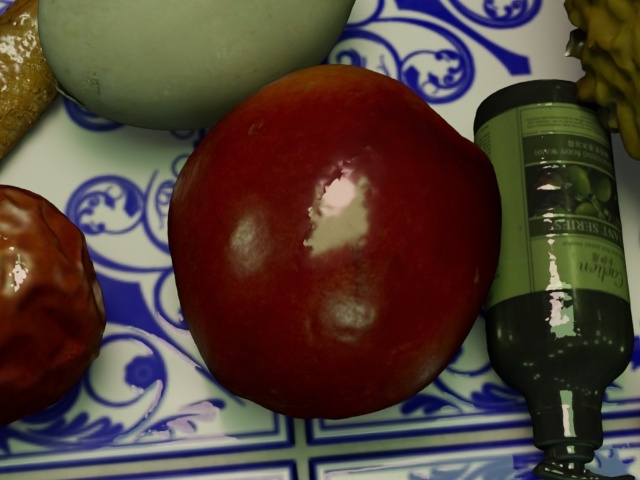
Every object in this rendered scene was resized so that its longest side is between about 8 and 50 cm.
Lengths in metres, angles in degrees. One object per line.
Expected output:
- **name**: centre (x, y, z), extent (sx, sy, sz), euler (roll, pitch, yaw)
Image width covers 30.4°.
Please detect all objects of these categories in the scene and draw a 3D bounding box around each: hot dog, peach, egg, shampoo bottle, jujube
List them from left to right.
- **jujube**: centre (-0.271, 0.053, 0.782), extent (0.250, 0.174, 0.174), euler (-9, 68, -8)
- **hot dog**: centre (-0.265, -0.100, 0.902), extent (0.083, 0.068, 0.289), euler (33, 70, 5)
- **egg**: centre (-0.086, -0.180, 0.868), extent (0.253, 0.186, 0.186), euler (-28, 70, -10)
- **peach**: centre (0.000, 0.000, 0.788), extent (0.243, 0.199, 0.243), euler (-7, 66, 15)
- **shampoo bottle**: centre (0.164, 0.030, 0.826), extent (0.101, 0.101, 0.283), euler (0, 68, 0)

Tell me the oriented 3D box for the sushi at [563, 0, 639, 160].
- **sushi**: centre (0.352, -0.203, 0.781), extent (0.351, 0.240, 0.396), euler (-17, 100, -25)
